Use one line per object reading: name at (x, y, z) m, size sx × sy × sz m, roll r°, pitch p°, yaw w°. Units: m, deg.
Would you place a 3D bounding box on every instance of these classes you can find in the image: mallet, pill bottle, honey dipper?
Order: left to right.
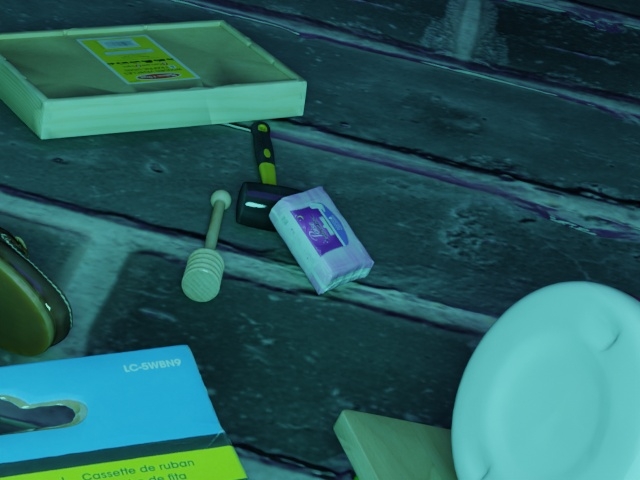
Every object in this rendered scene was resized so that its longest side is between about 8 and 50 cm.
honey dipper at (-0.086, -0.001, 1.318) m, size 0.030 × 0.030 × 0.161 m, roll 12°, pitch 27°, yaw -1°
mallet at (-0.055, -0.061, 1.428) m, size 0.062 × 0.039 × 0.190 m, roll 6°, pitch 26°, yaw -18°
pill bottle at (0.230, 0.135, 1.005) m, size 0.283 × 0.160 × 0.160 m, roll 21°, pitch 20°, yaw -38°

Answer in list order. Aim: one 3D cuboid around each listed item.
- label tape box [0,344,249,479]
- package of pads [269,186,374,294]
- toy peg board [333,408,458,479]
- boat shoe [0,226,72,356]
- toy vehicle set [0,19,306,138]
label tape box at (-0.133, 0.213, 0.821) m, size 0.240 × 0.106 × 0.334 m, roll -5°, pitch 40°, yaw -23°
package of pads at (0.000, 0.000, 1.317) m, size 0.050 × 0.032 × 0.083 m, roll -19°, pitch 66°, yaw -39°
toy peg board at (0.088, 0.196, 1.023) m, size 0.160 × 0.079 × 0.161 m, roll 14°, pitch 27°, yaw -30°
boat shoe at (-0.250, 0.012, 1.186) m, size 0.207 × 0.073 × 0.073 m, roll 30°, pitch 36°, yaw 26°
toy vehicle set at (-0.168, -0.154, 1.521) m, size 0.266 × 0.035 × 0.166 m, roll -8°, pitch 31°, yaw -31°
